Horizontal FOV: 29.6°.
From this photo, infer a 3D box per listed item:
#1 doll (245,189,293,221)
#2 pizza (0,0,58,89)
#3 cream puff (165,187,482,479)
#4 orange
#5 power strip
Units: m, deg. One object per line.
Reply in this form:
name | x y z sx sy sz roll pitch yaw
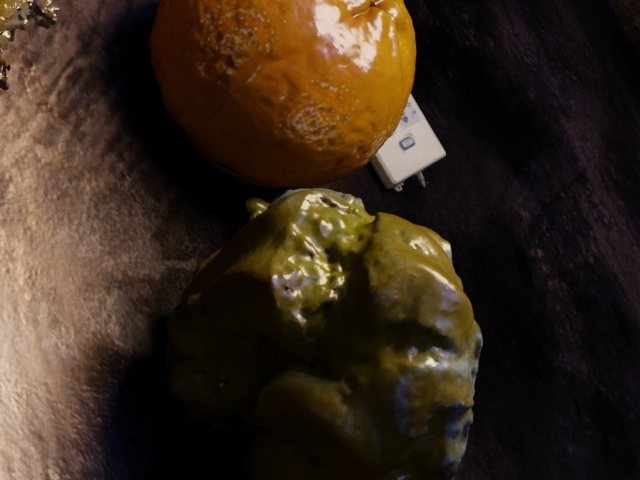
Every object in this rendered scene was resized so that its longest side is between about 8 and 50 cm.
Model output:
doll | -0.001 0.000 1.561 0.241 0.098 0.135 21 76 -43
pizza | -0.395 -0.247 1.237 0.223 0.089 0.323 40 38 -18
cream puff | -0.016 0.123 1.251 0.275 0.378 0.378 -2 61 -20
orange | -0.038 -0.234 1.518 0.340 0.293 0.341 32 40 -32
power strip | 0.067 -0.240 1.854 0.106 0.043 0.367 -31 89 -17
